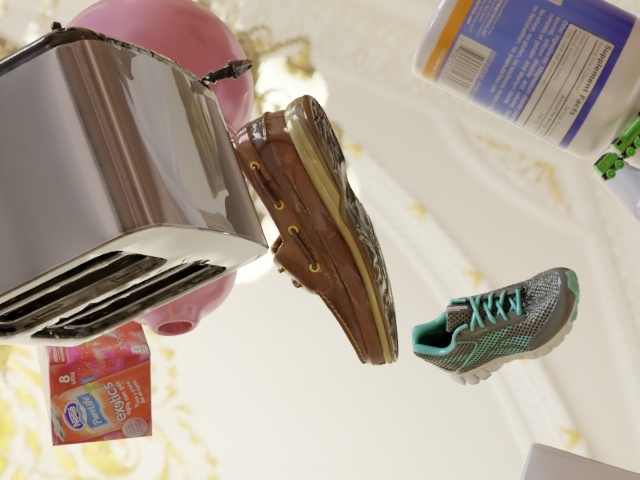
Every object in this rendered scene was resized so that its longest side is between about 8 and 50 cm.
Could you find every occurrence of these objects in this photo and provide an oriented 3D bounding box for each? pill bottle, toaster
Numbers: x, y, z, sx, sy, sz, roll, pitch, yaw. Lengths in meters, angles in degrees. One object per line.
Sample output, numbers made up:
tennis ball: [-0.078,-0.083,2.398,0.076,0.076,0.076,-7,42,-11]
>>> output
pill bottle: [0.241,-0.174,1.414,0.272,0.152,0.152,27,-150,3]
toaster: [-0.126,-0.021,0.702,0.110,0.186,0.168,68,-165,11]

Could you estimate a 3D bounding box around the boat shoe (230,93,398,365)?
boat shoe: [0.000,0.000,0.862,0.064,0.060,0.178,-81,-30,-66]

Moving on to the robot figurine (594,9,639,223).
robot figurine: [0.452,-0.148,1.636,0.200,0.300,0.353,37,-169,-34]

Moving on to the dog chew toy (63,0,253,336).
dog chew toy: [-0.156,-0.069,1.346,0.207,0.206,0.332,7,-119,-30]

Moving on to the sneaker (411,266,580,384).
sneaker: [0.139,0.068,1.158,0.076,0.166,0.065,20,-131,-32]

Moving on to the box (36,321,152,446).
box: [-0.295,0.145,1.825,0.128,0.122,0.257,-5,-155,-13]

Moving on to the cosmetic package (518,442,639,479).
cosmetic package: [0.236,0.474,1.516,0.161,0.230,0.453,16,-111,14]

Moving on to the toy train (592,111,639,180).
toy train: [0.289,-0.090,1.343,0.024,0.083,0.017,43,169,-3]
